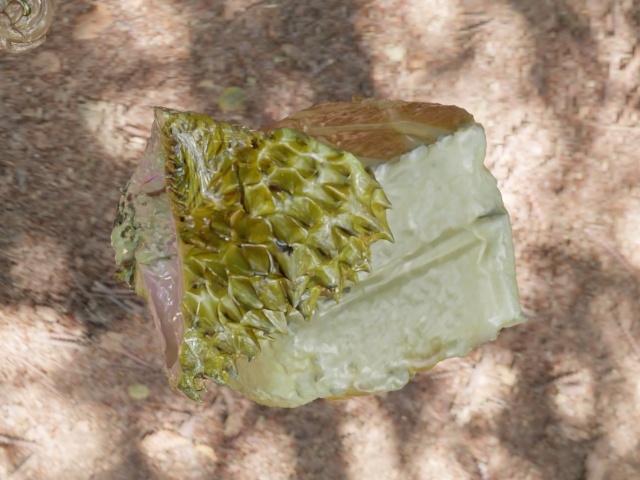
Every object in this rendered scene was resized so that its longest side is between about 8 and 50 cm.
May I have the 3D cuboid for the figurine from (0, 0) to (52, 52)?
[{"bbox_3d":[-0.326,-0.279,1.309,0.114,0.126,0.157,-32,112,1],"label":"figurine"}]

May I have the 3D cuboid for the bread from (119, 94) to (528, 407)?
[{"bbox_3d":[0.000,0.000,1.538,0.371,0.390,0.279,-23,111,-24],"label":"bread"}]

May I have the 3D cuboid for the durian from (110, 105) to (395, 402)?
[{"bbox_3d":[-0.044,0.003,0.964,0.195,0.305,0.186,-5,58,-19],"label":"durian"}]
